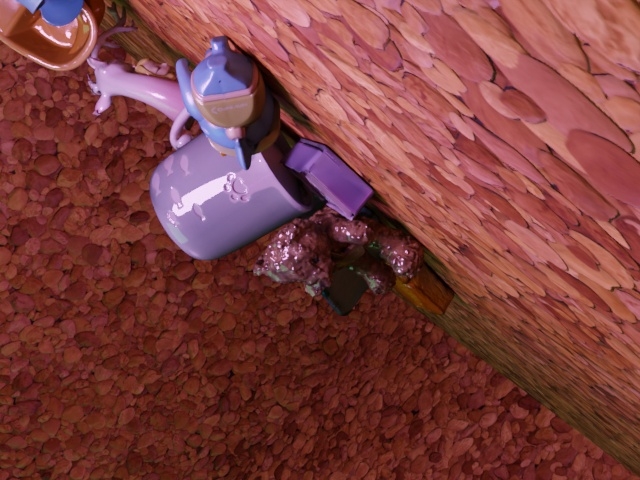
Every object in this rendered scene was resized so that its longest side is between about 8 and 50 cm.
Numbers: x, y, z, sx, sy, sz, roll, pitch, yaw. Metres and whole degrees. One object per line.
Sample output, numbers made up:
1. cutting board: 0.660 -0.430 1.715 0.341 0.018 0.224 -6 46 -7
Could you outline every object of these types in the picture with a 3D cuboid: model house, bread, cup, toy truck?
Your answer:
1. model house: 0.000 0.000 2.017 0.248 0.230 0.280 31 167 27
2. bread: 0.239 0.102 2.068 0.245 0.094 0.102 43 172 -39
3. cup: -0.216 -0.153 1.789 0.357 0.274 0.259 65 -166 20
4. toy truck: -0.604 -0.526 1.847 0.288 0.204 0.212 38 -155 -18

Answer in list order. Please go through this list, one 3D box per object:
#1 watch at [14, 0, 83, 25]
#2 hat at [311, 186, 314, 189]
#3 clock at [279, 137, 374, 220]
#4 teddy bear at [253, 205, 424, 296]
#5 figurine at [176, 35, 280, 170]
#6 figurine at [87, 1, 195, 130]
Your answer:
1. watch: -0.532 -0.535 1.623 0.211 0.211 0.193 41 164 -20
2. hat: 0.008 -0.109 2.168 0.244 0.149 0.214 -18 144 42
3. clock: 0.012 -0.122 1.638 0.144 0.073 0.193 41 178 -20
4. teddy bear: 0.044 0.043 1.719 0.296 0.223 0.246 37 137 -10
5. figurine: -0.149 -0.242 1.398 0.180 0.153 0.262 50 166 31
6. figurine: -0.434 -0.390 2.013 0.315 0.206 0.284 21 -144 -6
